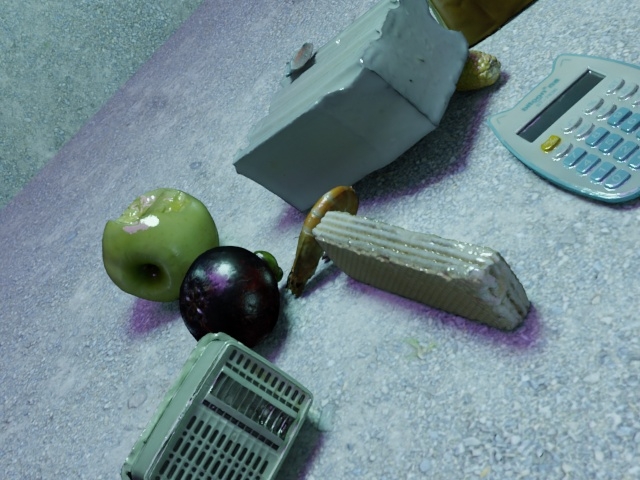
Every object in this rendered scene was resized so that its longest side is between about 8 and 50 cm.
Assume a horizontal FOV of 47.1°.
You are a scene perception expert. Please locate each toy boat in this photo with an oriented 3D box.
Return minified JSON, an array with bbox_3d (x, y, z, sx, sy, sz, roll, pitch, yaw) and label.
[{"bbox_3d":[-0.060,-0.395,1.664,0.096,0.034,0.122,-56,12,-17],"label":"toy boat"}]

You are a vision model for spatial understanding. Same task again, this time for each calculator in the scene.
[{"bbox_3d":[0.472,-0.194,1.251,0.256,0.054,0.386,-42,35,0],"label":"calculator"}]

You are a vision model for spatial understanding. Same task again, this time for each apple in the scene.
[{"bbox_3d":[-0.364,0.009,1.708,0.279,0.279,0.279,-27,36,22],"label":"apple"}]

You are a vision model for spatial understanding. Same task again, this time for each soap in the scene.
[{"bbox_3d":[0.061,-0.286,1.546,0.435,0.213,0.350,-26,29,48],"label":"soap"}]

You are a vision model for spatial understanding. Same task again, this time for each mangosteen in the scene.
[{"bbox_3d":[-0.168,0.116,1.443,0.216,0.216,0.216,-27,36,22],"label":"mangosteen"}]

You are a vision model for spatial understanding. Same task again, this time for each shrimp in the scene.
[{"bbox_3d":[0.000,0.000,1.459,0.068,0.150,0.248,40,103,31],"label":"shrimp"}]

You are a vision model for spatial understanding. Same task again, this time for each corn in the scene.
[{"bbox_3d":[0.275,-0.380,1.624,0.292,0.101,0.101,17,65,49],"label":"corn"}]

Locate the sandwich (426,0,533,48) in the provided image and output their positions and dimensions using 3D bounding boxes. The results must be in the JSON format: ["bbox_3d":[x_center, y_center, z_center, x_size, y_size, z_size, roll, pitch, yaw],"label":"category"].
[{"bbox_3d":[0.355,-0.595,1.687,0.227,0.198,0.155,-35,34,12],"label":"sandwich"}]

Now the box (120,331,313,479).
[{"bbox_3d":[-0.161,0.311,1.183,0.290,0.221,0.166,-59,15,-23],"label":"box"}]

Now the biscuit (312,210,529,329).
[{"bbox_3d":[0.152,0.038,1.238,0.426,0.144,0.078,16,63,52],"label":"biscuit"}]
